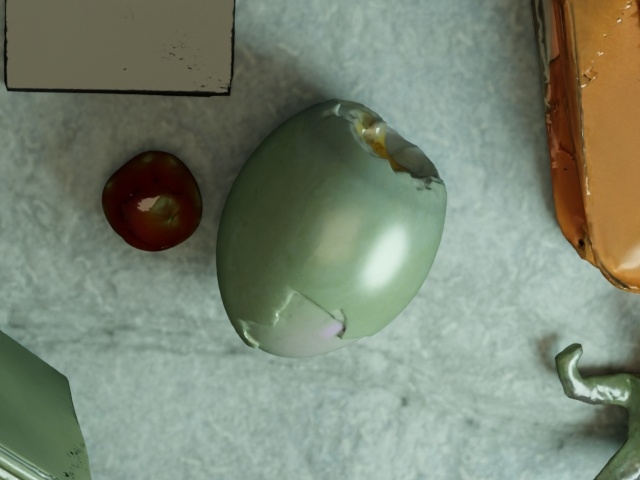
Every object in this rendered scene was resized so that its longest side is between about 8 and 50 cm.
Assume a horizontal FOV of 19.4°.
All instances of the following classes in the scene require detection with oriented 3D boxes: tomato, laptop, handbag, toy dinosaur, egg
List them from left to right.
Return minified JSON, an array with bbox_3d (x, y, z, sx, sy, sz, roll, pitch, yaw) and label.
[{"bbox_3d":[-0.170,-0.189,1.589,0.197,0.016,0.135,1,106,-9],"label":"laptop"},{"bbox_3d":[-0.143,-0.031,1.607,0.087,0.075,0.087,-3,108,-9],"label":"tomato"},{"bbox_3d":[0.000,0.000,1.579,0.183,0.183,0.217,34,108,-15],"label":"egg"},{"bbox_3d":[0.347,0.139,1.711,0.294,0.077,0.162,-20,108,-1],"label":"toy dinosaur"},{"bbox_3d":[0.401,-0.129,1.623,0.410,0.116,0.303,-10,104,-4],"label":"handbag"}]

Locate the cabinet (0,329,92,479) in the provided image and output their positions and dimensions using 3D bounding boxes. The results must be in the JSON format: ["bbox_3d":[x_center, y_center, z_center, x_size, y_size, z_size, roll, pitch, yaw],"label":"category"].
[{"bbox_3d":[-0.401,0.205,1.543,0.318,0.227,0.290,-45,120,9],"label":"cabinet"}]
